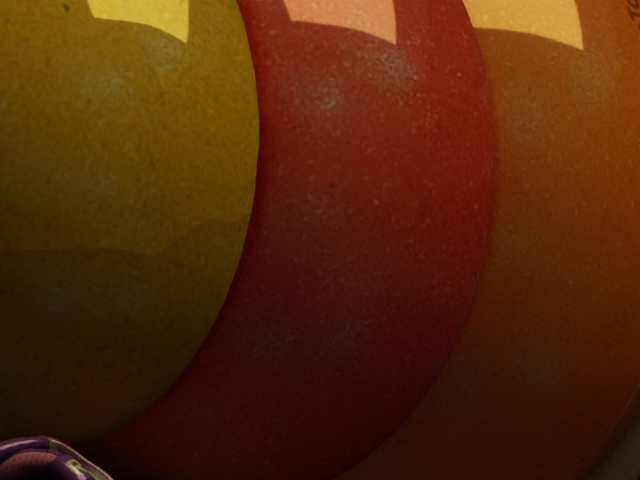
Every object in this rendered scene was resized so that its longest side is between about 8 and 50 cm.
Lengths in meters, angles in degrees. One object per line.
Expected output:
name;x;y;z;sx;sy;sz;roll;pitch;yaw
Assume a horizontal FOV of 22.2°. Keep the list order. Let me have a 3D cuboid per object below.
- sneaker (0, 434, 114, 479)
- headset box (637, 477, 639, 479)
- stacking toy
sneaker;-0.089;0.111;0.517;0.095;0.104;0.236;31;10;16
headset box;0.121;0.066;0.959;0.293;0.110;0.218;35;11;24
stacking toy;-0.091;-0.036;0.612;0.480;0.350;0.350;8;23;-49
